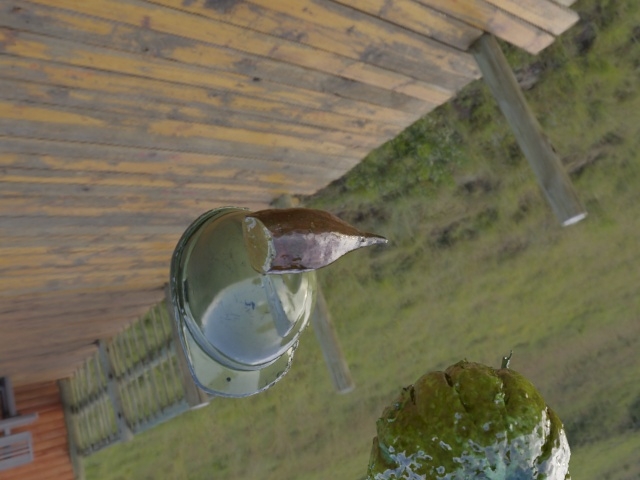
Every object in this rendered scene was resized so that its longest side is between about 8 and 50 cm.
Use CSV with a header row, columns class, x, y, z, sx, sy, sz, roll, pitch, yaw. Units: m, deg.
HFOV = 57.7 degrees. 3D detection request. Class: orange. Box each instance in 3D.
class,x,y,z,sx,sy,sz,roll,pitch,yaw
orange,0.216,0.327,0.853,0.301,0.300,0.223,-5,-170,-2

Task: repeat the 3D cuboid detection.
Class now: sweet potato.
class,x,y,z,sx,sy,sz,roll,pitch,yaw
sweet potato,0.000,0.000,0.429,0.117,0.049,0.049,-1,155,-28

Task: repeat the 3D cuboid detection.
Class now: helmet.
class,x,y,z,sx,sy,sz,roll,pitch,yaw
helmet,-0.073,0.070,0.740,0.204,0.257,0.137,-6,174,-39

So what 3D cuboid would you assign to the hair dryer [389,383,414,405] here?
class,x,y,z,sx,sy,sz,roll,pitch,yaw
hair dryer,0.198,0.388,1.090,0.167,0.199,0.067,-54,168,17
